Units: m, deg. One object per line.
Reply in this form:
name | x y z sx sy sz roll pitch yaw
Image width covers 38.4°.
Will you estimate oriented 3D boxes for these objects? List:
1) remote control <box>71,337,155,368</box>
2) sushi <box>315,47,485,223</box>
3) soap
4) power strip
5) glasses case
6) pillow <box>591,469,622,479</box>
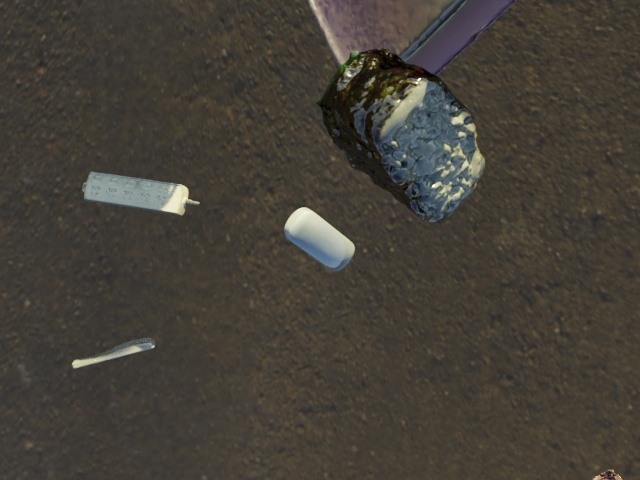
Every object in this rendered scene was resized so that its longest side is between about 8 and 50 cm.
remote control | -0.459 0.247 2.039 0.184 0.050 0.027 -15 98 -7
sushi | 0.094 -0.121 1.044 0.124 0.127 0.225 -50 141 -2
soap | 0.105 -0.362 1.184 0.107 0.286 0.296 -7 158 -40
power strip | -0.369 -0.094 1.874 0.252 0.027 0.060 8 77 8
glasses case | 0.000 0.000 1.685 0.067 0.045 0.178 -53 135 0
pillow | 0.296 0.363 1.096 0.185 0.118 0.043 -28 162 8
